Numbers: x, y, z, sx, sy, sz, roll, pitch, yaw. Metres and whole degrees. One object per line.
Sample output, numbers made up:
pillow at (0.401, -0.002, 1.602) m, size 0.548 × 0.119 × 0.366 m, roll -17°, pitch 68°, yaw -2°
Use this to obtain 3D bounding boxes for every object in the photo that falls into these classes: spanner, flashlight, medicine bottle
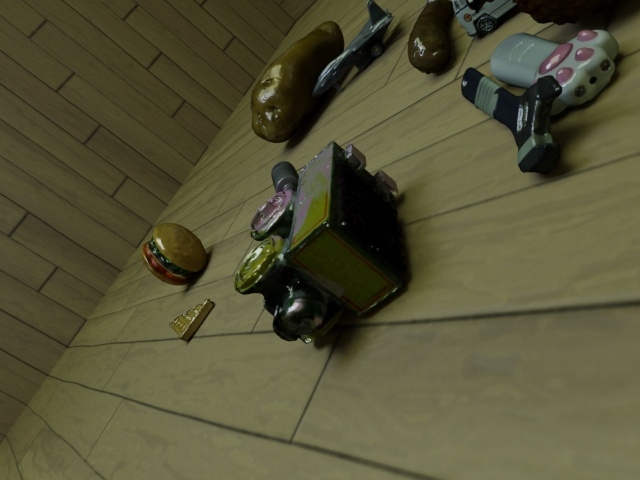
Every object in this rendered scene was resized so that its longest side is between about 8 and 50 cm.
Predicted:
spanner at (0.202, -0.159, 0.602) m, size 0.316 × 0.024 × 0.087 m, roll -89°, pitch 0°, yaw -64°
flashlight at (0.242, -0.195, 0.591) m, size 0.093 × 0.047 × 0.200 m, roll -47°, pitch 22°, yaw 15°
medicine bottle at (-0.065, -0.111, 1.085) m, size 0.058 × 0.057 × 0.199 m, roll -48°, pitch 21°, yaw 9°
flashlight at (0.223, -0.468, 1.104) m, size 0.031 × 0.052 × 0.110 m, roll 23°, pitch 80°, yaw 32°

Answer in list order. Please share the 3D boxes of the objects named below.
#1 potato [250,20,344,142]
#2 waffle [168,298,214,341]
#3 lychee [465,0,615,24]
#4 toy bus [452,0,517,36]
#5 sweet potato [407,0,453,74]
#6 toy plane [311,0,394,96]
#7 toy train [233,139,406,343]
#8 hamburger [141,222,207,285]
potato at (-0.059, -0.414, 1.405) m, size 0.176 × 0.195 × 0.369 m, roll 19°, pitch 69°, yaw 46°
waffle at (-0.273, 0.158, 1.130) m, size 0.098 × 0.023 × 0.152 m, roll -56°, pitch 20°, yaw -14°
lychee at (0.263, -0.334, 0.580) m, size 0.238 × 0.200 × 0.200 m, roll -30°, pitch 27°, yaw 19°
toy bus at (0.272, -0.383, 0.778) m, size 0.193 × 0.089 × 0.087 m, roll -25°, pitch 33°, yaw 53°
sweet potato at (0.195, -0.366, 0.948) m, size 0.075 × 0.075 × 0.273 m, roll -36°, pitch 21°, yaw 36°
toy plane at (0.080, -0.439, 1.296) m, size 0.267 × 0.088 × 0.212 m, roll -52°, pitch 18°, yaw 24°
toy train at (0.000, 0.000, 0.656) m, size 0.177 × 0.134 × 0.261 m, roll -41°, pitch 24°, yaw 27°
hamburger at (-0.363, 0.033, 1.341) m, size 0.115 × 0.162 × 0.162 m, roll -45°, pitch 22°, yaw 19°
